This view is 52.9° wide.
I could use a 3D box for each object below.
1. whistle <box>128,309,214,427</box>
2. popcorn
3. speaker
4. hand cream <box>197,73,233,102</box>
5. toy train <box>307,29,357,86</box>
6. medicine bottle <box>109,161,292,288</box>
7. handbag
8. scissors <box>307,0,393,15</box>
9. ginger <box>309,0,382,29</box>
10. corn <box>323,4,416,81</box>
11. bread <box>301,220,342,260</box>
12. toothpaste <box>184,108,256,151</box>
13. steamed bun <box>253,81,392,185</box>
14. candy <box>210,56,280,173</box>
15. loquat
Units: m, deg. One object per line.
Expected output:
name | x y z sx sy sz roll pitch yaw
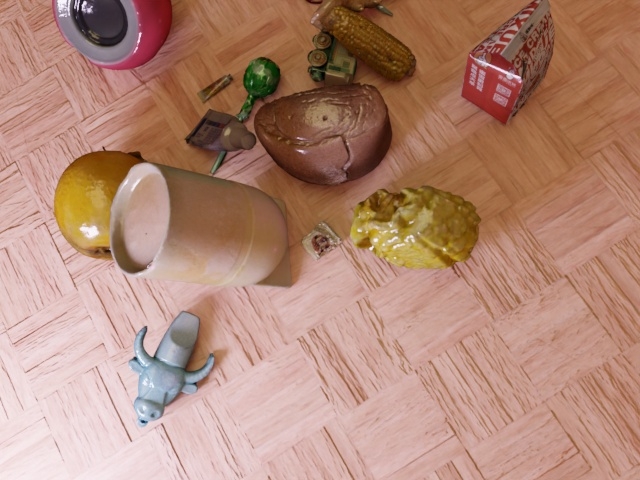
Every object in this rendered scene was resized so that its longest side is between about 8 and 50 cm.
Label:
whistle | -0.351 0.293 1.467 0.186 0.093 0.274 26 76 -14
popcorn | 0.205 -0.035 1.408 0.286 0.225 0.174 12 74 9
speaker | -0.513 -0.575 1.617 0.294 0.294 0.294 -2 75 7
hand cream | -0.272 -0.398 1.671 0.102 0.022 0.035 -33 79 3
toy train | 0.038 -0.480 1.625 0.125 0.081 0.194 14 73 1
medicine bottle | -0.221 -0.018 1.404 0.235 0.406 0.236 -10 75 43
handbag | 0.424 -0.410 1.436 0.151 0.298 0.171 37 83 15
scissors | 0.089 -0.660 1.695 0.247 0.017 0.144 21 80 11
ginger | 0.092 -0.600 1.608 0.288 0.075 0.089 -35 71 -29
corn | 0.125 -0.474 1.561 0.261 0.097 0.097 28 79 -20
bread | 0.000 0.000 1.523 0.083 0.035 0.070 -38 73 0
toothpaste | -0.239 -0.257 1.547 0.099 0.068 0.282 -28 29 -25
steamed bun | 0.017 -0.227 1.485 0.301 0.251 0.199 -12 85 8
candy | -0.197 -0.310 1.619 0.097 0.097 0.323 26 88 13
loquat | -0.478 -0.089 1.497 0.274 0.275 0.275 -2 75 7
